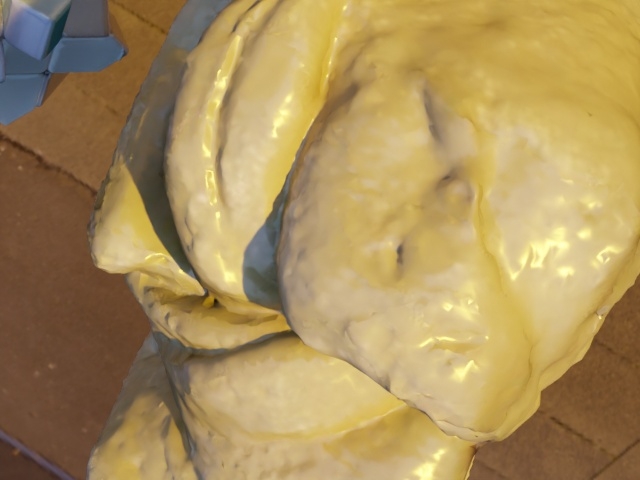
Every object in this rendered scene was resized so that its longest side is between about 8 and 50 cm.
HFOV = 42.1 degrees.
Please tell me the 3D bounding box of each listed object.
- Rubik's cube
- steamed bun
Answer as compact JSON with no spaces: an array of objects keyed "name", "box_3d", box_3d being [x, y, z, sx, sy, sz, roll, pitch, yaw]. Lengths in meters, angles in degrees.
[{"name":"Rubik's cube","box_3d":[-0.331,-0.263,0.905,0.265,0.224,0.213,-46,61,40]},{"name":"steamed bun","box_3d":[0.001,-0.005,0.451,0.230,0.325,0.372,22,119,-22]}]
